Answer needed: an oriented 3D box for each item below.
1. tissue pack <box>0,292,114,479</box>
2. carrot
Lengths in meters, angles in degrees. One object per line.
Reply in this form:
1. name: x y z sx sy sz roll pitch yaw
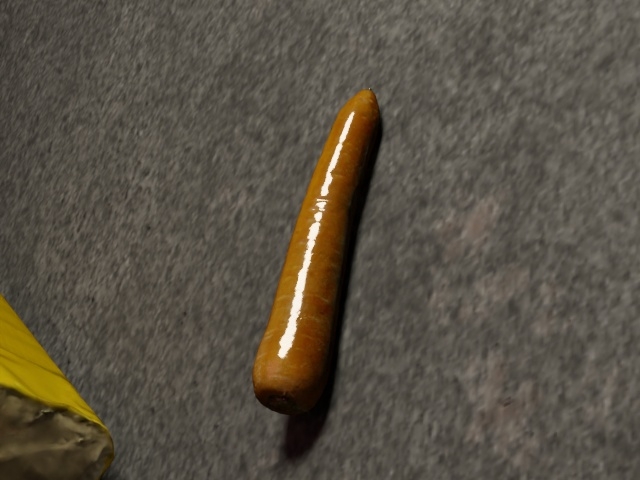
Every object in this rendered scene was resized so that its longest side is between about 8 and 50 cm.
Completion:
1. tissue pack: -0.316 0.135 1.185 0.293 0.228 0.382 -61 30 5
2. carrot: 0.000 0.000 0.990 0.037 0.037 0.190 -23 46 49
